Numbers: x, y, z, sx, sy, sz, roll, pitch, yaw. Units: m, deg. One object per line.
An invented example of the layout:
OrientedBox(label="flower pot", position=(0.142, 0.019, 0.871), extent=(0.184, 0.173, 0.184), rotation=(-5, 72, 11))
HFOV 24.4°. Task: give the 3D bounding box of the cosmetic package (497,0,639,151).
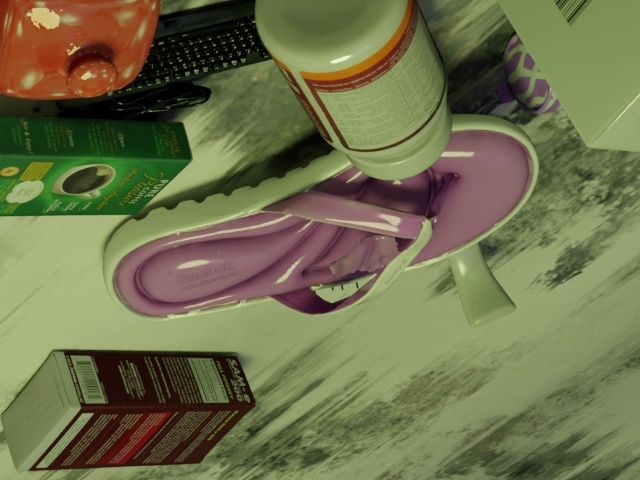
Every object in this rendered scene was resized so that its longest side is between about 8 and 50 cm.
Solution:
OrientedBox(label="cosmetic package", position=(0.277, -0.192, 1.198), extent=(0.225, 0.224, 0.138), rotation=(1, 141, -37))

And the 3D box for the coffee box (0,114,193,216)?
OrientedBox(label="coffee box", position=(-0.210, -0.059, 1.212), extent=(0.184, 0.040, 0.113), rotation=(-1, 156, -34))

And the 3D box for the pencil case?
OrientedBox(label="pencil case", position=(0.272, -0.170, 1.379), extent=(0.206, 0.086, 0.088), rotation=(-10, 175, -23))

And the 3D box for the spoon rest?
OrientedBox(label="spoon rest", position=(0.148, -0.026, 1.537), extent=(0.137, 0.084, 0.276), rotation=(-22, 137, -6))

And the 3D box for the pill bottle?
OrientedBox(label="pill bottle", position=(0.036, -0.141, 1.202), extent=(0.121, 0.121, 0.221), rotation=(-28, 151, 5))

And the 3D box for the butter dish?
OrientedBox(label="butter dish", position=(-0.174, -0.150, 1.034), extent=(0.160, 0.118, 0.160), rotation=(-9, 147, -27))

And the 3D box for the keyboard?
OrientedBox(label="keyboard", position=(-0.115, -0.135, 1.185), extent=(0.192, 0.038, 0.100), rotation=(-15, 149, -15))

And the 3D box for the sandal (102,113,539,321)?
OrientedBox(label="sandal", position=(0.006, 0.010, 1.354), extent=(0.416, 0.102, 0.169), rotation=(-18, 135, 10))

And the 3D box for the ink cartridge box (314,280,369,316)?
OrientedBox(label="ink cartridge box", position=(0.044, -0.021, 1.439), extent=(0.097, 0.046, 0.207), rotation=(32, 123, -21))

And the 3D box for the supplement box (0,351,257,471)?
OrientedBox(label="supplement box", position=(-0.204, 0.183, 1.593), extent=(0.239, 0.073, 0.130), rotation=(6, 139, -41))
